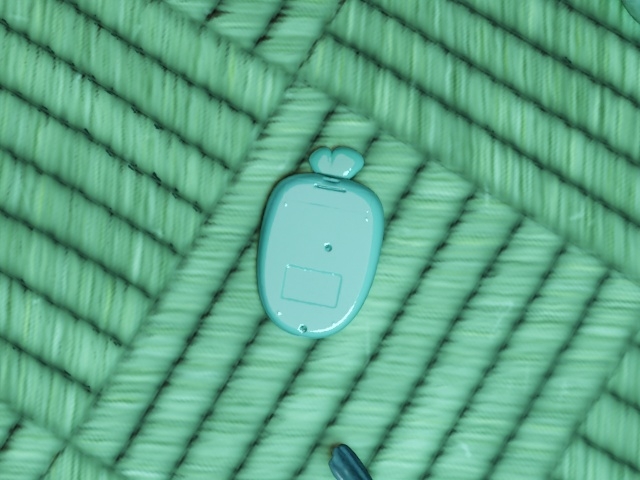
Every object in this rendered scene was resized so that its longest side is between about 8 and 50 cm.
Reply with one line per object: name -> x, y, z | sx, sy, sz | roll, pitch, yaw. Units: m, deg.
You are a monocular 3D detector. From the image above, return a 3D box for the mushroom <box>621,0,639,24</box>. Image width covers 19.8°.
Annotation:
mushroom -> 0.298, -0.226, 1.419 | 0.154, 0.122, 0.154 | 2, 120, 3

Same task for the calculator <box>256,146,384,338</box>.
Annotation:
calculator -> 0.000, 0.000, 1.427 | 0.095, 0.021, 0.153 | 11, 85, 1

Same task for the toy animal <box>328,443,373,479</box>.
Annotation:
toy animal -> 0.141, 0.313, 1.358 | 0.367, 0.081, 0.206 | 23, 87, 10
